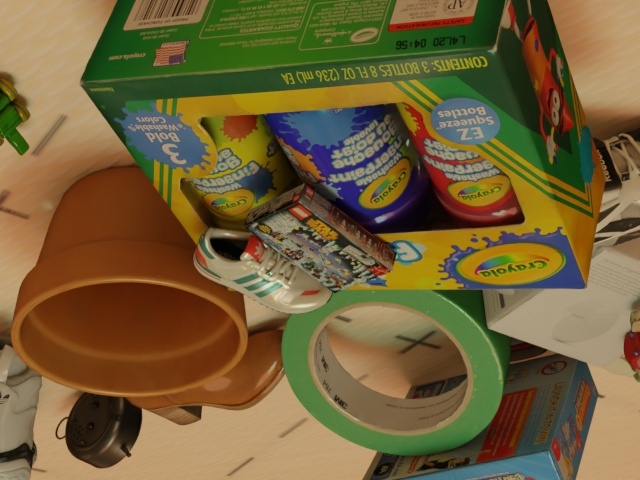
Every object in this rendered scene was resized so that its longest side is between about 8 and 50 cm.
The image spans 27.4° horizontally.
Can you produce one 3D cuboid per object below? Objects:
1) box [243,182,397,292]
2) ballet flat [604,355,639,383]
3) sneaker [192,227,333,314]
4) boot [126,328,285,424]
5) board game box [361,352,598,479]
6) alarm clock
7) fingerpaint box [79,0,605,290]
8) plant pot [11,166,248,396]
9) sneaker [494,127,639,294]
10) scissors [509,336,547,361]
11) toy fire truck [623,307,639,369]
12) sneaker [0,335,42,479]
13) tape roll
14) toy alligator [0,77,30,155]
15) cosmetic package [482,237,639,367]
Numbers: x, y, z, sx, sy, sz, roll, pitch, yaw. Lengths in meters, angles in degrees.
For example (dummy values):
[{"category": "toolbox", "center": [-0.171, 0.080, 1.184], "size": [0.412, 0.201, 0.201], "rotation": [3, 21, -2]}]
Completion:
[{"category": "box", "center": [0.000, 0.000, 1.380], "size": [0.137, 0.027, 0.094], "rotation": [36, 142, -26]}, {"category": "ballet flat", "center": [0.471, 0.175, 2.003], "size": [0.247, 0.087, 0.083], "rotation": [16, 142, -36]}, {"category": "sneaker", "center": [-0.062, 0.029, 1.428], "size": [0.161, 0.057, 0.075], "rotation": [21, 156, 1]}, {"category": "boot", "center": [-0.200, 0.168, 1.964], "size": [0.283, 0.109, 0.220], "rotation": [-23, 135, 32]}, {"category": "board game box", "center": [0.246, 0.300, 1.986], "size": [0.301, 0.308, 0.086], "rotation": [-16, 107, 26]}, {"category": "alarm clock", "center": [-0.363, 0.295, 2.098], "size": [0.192, 0.129, 0.064], "rotation": [-12, 147, 40]}, {"category": "fingerpaint box", "center": [0.036, -0.109, 1.380], "size": [0.444, 0.163, 0.371], "rotation": [-1, 143, 25]}, {"category": "plant pot", "center": [-0.239, 0.045, 1.671], "size": [0.290, 0.204, 0.291], "rotation": [-2, 145, -2]}, {"category": "sneaker", "center": [0.321, -0.063, 1.584], "size": [0.330, 0.122, 0.146], "rotation": [-34, 138, 8]}, {"category": "scissors", "center": [0.395, 0.138, 2.029], "size": [0.297, 0.021, 0.109], "rotation": [-12, 145, 10]}, {"category": "toy fire truck", "center": [0.454, 0.106, 1.718], "size": [0.135, 0.047, 0.192], "rotation": [19, 140, -30]}, {"category": "sneaker", "center": [-0.491, 0.246, 2.012], "size": [0.137, 0.210, 0.366], "rotation": [7, 178, -14]}, {"category": "tape roll", "center": [0.106, 0.162, 1.864], "size": [0.321, 0.077, 0.321], "rotation": [9, 125, 13]}, {"category": "toy alligator", "center": [-0.383, -0.165, 1.492], "size": [0.051, 0.056, 0.190], "rotation": [28, 157, 28]}, {"category": "cosmetic package", "center": [0.373, 0.042, 1.777], "size": [0.224, 0.138, 0.224], "rotation": [20, 140, -31]}]
